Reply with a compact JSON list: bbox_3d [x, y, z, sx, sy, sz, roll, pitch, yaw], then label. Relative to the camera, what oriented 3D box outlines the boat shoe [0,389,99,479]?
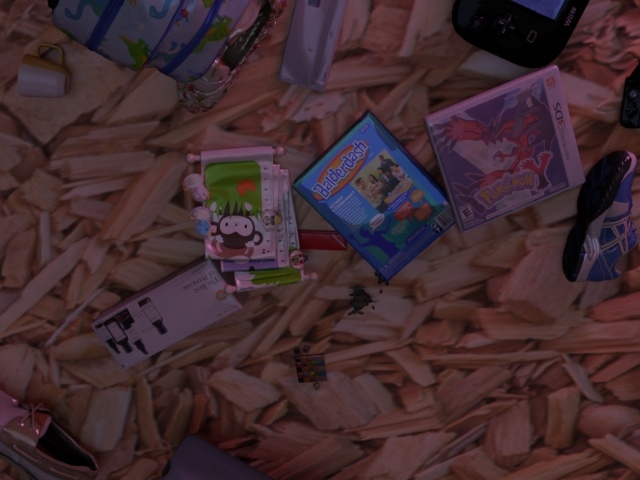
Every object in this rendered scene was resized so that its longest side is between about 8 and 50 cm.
[{"bbox_3d":[-0.510,0.328,1.304,0.103,0.113,0.302,-33,113,14],"label":"boat shoe"}]

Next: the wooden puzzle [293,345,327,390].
[{"bbox_3d":[-0.016,0.214,1.264,0.049,0.006,0.083,-5,108,7],"label":"wooden puzzle"}]

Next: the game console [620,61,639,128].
[{"bbox_3d":[0.488,-0.201,1.036,0.122,0.071,0.107,3,109,5],"label":"game console"}]

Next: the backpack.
[{"bbox_3d":[-0.196,-0.340,0.906,0.273,0.355,0.290,38,108,-9],"label":"backpack"}]

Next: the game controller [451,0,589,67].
[{"bbox_3d":[0.304,-0.393,0.991,0.166,0.067,0.319,23,110,-3],"label":"game controller"}]

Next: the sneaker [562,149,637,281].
[{"bbox_3d":[0.422,-0.033,1.105,0.081,0.080,0.211,8,119,-4],"label":"sneaker"}]

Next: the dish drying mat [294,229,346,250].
[{"bbox_3d":[0.000,0.000,1.187,0.083,0.008,0.032,2,110,5],"label":"dish drying mat"}]

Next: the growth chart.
[{"bbox_3d":[-0.110,-0.031,1.153,0.172,0.021,0.237,-14,101,-7],"label":"growth chart"}]

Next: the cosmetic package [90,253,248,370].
[{"bbox_3d":[-0.245,0.114,1.223,0.239,0.060,0.099,-29,105,14],"label":"cosmetic package"}]

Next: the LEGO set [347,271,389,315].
[{"bbox_3d":[0.072,0.087,1.207,0.083,0.023,0.054,-31,106,1],"label":"LEGO set"}]

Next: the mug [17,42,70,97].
[{"bbox_3d":[-0.406,-0.246,1.116,0.064,0.062,0.078,10,116,-6],"label":"mug"}]

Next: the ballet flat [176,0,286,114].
[{"bbox_3d":[-0.137,-0.279,1.068,0.091,0.077,0.241,35,109,-8],"label":"ballet flat"}]

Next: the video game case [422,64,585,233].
[{"bbox_3d":[0.265,-0.128,1.076,0.201,0.023,0.183,-23,112,-2],"label":"video game case"}]

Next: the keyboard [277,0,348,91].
[{"bbox_3d":[0.003,-0.343,1.068,0.072,0.014,0.256,17,110,5],"label":"keyboard"}]

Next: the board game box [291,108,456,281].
[{"bbox_3d":[0.087,-0.065,1.134,0.160,0.047,0.210,-42,101,15],"label":"board game box"}]

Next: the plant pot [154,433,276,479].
[{"bbox_3d":[-0.150,0.512,1.228,0.334,0.341,0.341,34,109,1],"label":"plant pot"}]
